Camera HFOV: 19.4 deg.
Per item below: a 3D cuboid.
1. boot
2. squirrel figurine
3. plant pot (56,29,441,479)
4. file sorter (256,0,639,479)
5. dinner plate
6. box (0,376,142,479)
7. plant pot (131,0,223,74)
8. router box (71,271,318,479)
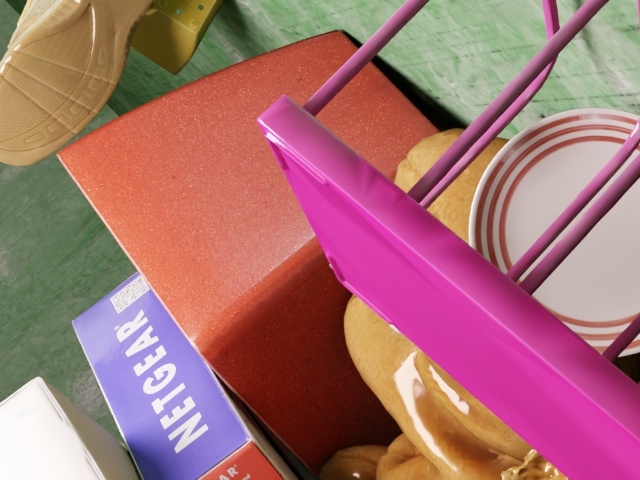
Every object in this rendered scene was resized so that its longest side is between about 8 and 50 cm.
[{"bbox_3d":[-0.232,-0.197,1.664,0.095,0.262,0.203,28,-178,-25],"label":"boot"},{"bbox_3d":[0.161,0.121,1.195,0.370,0.281,0.397,81,166,-49],"label":"squirrel figurine"},{"bbox_3d":[0.000,0.000,1.458,0.267,0.236,0.267,49,178,43],"label":"plant pot"},{"bbox_3d":[0.151,0.007,0.892,0.291,0.182,0.202,41,171,23],"label":"file sorter"},{"bbox_3d":[0.153,-0.004,1.044,0.141,0.141,0.017,44,-163,2],"label":"dinner plate"},{"bbox_3d":[-0.155,0.200,1.300,0.113,0.094,0.275,53,179,28],"label":"box"},{"bbox_3d":[-0.133,-0.210,1.698,0.081,0.081,0.083,32,164,-15],"label":"plant pot"},{"bbox_3d":[-0.045,0.205,1.440,0.301,0.082,0.335,54,178,-27],"label":"router box"}]
